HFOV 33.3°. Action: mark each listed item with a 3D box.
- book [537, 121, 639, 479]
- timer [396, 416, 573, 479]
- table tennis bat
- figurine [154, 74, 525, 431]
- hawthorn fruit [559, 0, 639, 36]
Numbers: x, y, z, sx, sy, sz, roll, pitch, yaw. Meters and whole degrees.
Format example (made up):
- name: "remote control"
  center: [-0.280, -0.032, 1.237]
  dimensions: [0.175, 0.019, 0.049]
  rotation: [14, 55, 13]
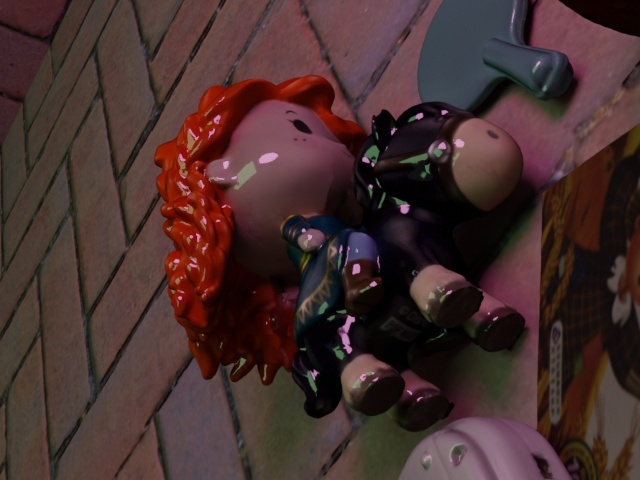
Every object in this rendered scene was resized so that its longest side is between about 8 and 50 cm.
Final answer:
- name: "book"
  center: [0.239, 0.036, 0.601]
  dimensions: [0.428, 0.039, 0.299]
  rotation: [135, 144, -64]
- name: "timer"
  center: [0.102, 0.263, 0.718]
  dimensions: [0.237, 0.087, 0.262]
  rotation: [-111, 33, -53]
- name: "table tennis bat"
  center: [0.153, -0.174, 0.974]
  dimensions: [0.152, 0.040, 0.244]
  rotation: [-66, 26, 12]
- name: "figurine"
  center: [0.008, -0.004, 0.963]
  dimensions: [0.412, 0.241, 0.306]
  rotation: [9, 90, 50]
- name: "hawthorn fruit"
  center: [0.223, -0.254, 0.628]
  dimensions: [0.316, 0.316, 0.315]
  rotation: [-36, 45, 46]
